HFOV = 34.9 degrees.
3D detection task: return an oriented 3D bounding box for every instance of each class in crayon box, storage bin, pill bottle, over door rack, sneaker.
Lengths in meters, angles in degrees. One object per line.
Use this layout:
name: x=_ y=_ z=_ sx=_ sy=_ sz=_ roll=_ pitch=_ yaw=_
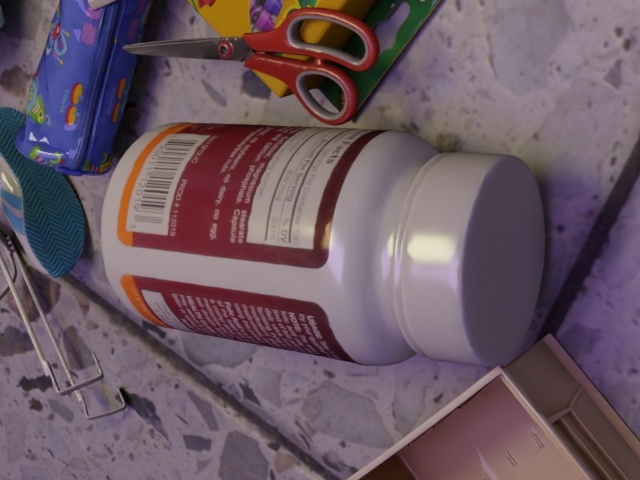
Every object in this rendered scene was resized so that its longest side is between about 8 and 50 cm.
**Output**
crayon box: x=-0.041 y=-0.292 z=1.020 sx=0.318 sy=0.081 sz=0.202 roll=47 pitch=124 yaw=13
storage bin: x=0.193 y=0.274 z=1.008 sx=0.260 sy=0.123 sz=0.262 roll=52 pitch=125 yaw=10
pill bottle: x=0.000 y=0.000 z=0.993 sx=0.392 sy=0.224 sz=0.224 roll=7 pitch=108 yaw=33
over door rack: x=-0.387 y=0.091 z=1.282 sx=0.324 sy=0.108 sz=0.239 roll=51 pitch=167 yaw=11
sneaker: x=-0.382 y=-0.056 z=1.331 sx=0.092 sy=0.087 sz=0.229 roll=-29 pitch=83 yaw=49

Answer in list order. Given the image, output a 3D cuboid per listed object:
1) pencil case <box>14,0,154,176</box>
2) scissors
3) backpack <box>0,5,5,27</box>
pencil case: x=-0.262 y=-0.216 z=1.165 sx=0.133 sy=0.119 sz=0.306 roll=-111 pitch=37 yaw=-51
scissors: x=-0.076 y=-0.199 z=1.010 sx=0.297 sy=0.021 sz=0.109 roll=22 pitch=120 yaw=25
backpack: x=-0.572 y=-0.300 z=1.279 sx=0.355 sy=0.290 sz=0.273 roll=-35 pitch=92 yaw=30
